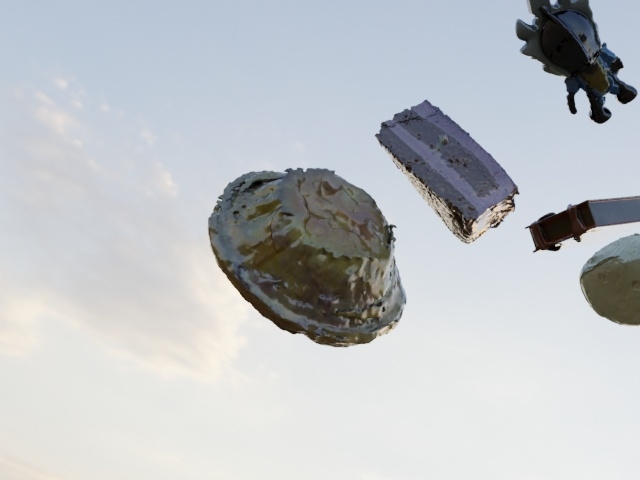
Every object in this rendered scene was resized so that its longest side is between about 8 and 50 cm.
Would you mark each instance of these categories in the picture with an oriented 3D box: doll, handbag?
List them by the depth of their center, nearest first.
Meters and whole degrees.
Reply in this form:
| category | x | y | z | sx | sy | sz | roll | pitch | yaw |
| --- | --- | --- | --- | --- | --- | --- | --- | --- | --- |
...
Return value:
| category | x | y | z | sx | sy | sz | roll | pitch | yaw |
| --- | --- | --- | --- | --- | --- | --- | --- | --- | --- |
| doll | 0.289 | -0.221 | 0.982 | 0.195 | 0.096 | 0.070 | 45 | 8 | -21 |
| handbag | 0.435 | -0.028 | 1.374 | 0.190 | 0.063 | 0.127 | -7 | -14 | -40 |

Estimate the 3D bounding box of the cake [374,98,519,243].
| category | x | y | z | sx | sy | sz | roll | pitch | yaw |
| --- | --- | --- | --- | --- | --- | --- | --- | --- | --- |
| cake | 0.197 | -0.110 | 1.337 | 0.295 | 0.116 | 0.113 | 56 | -5 | 39 |

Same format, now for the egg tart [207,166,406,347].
| category | x | y | z | sx | sy | sz | roll | pitch | yaw |
| --- | --- | --- | --- | --- | --- | --- | --- | --- | --- |
| egg tart | 0.000 | 0.000 | 1.298 | 0.352 | 0.352 | 0.150 | 27 | -56 | -10 |

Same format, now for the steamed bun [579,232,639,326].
| category | x | y | z | sx | sy | sz | roll | pitch | yaw |
| --- | --- | --- | --- | --- | --- | --- | --- | --- | --- |
| steamed bun | 0.397 | 0.050 | 1.069 | 0.112 | 0.091 | 0.130 | 57 | -35 | -1 |
